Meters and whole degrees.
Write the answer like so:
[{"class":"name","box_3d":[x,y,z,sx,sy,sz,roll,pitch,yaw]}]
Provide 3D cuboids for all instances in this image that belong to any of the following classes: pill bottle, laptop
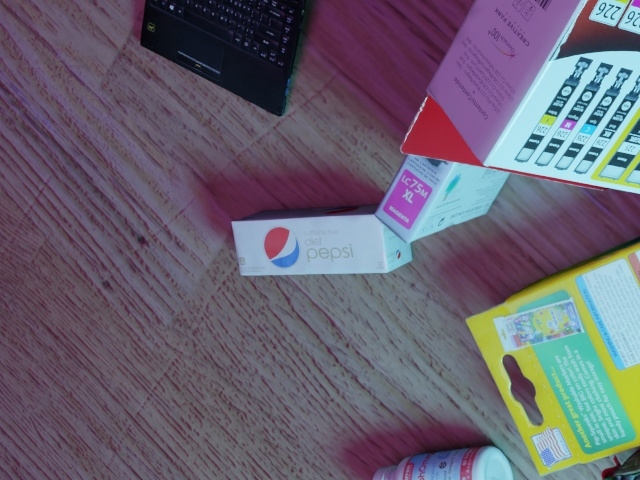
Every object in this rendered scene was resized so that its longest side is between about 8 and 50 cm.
[{"class":"pill bottle","box_3d":[0.145,0.298,1.578,0.160,0.087,0.087,-14,95,33]},{"class":"laptop","box_3d":[-0.150,-0.288,1.550,0.234,0.136,0.264,30,127,23]}]

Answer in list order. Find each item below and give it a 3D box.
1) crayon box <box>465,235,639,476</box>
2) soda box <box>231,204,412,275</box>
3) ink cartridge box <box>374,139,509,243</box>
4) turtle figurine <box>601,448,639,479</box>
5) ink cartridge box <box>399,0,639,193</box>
[{"class":"crayon box","box_3d":[0.343,0.108,1.410,0.323,0.083,0.203,-26,88,33]},{"class":"soda box","box_3d":[0.000,0.000,1.600,0.216,0.069,0.074,-2,101,32]},{"class":"ink cartridge box","box_3d":[0.187,-0.148,1.376,0.065,0.186,0.311,41,119,19]},{"class":"turtle figurine","box_3d":[0.379,0.268,1.385,0.234,0.175,0.118,-24,87,22]},{"class":"ink cartridge box","box_3d":[0.273,-0.137,1.246,0.272,0.309,0.130,-62,39,29]}]
